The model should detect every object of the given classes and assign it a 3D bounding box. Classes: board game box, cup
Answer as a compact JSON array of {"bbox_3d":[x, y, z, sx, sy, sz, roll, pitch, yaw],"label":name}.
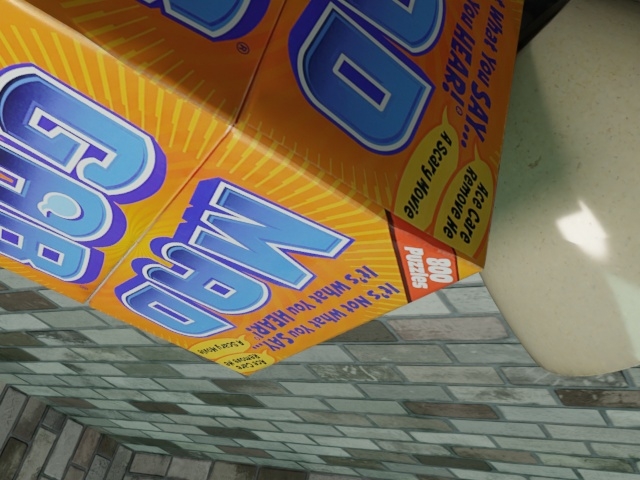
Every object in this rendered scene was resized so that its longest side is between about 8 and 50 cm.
[{"bbox_3d":[-0.089,-0.144,0.585,0.356,0.356,0.356,29,148,-19],"label":"board game box"},{"bbox_3d":[0.242,-0.079,0.619,0.237,0.331,0.331,45,144,-5],"label":"cup"}]
